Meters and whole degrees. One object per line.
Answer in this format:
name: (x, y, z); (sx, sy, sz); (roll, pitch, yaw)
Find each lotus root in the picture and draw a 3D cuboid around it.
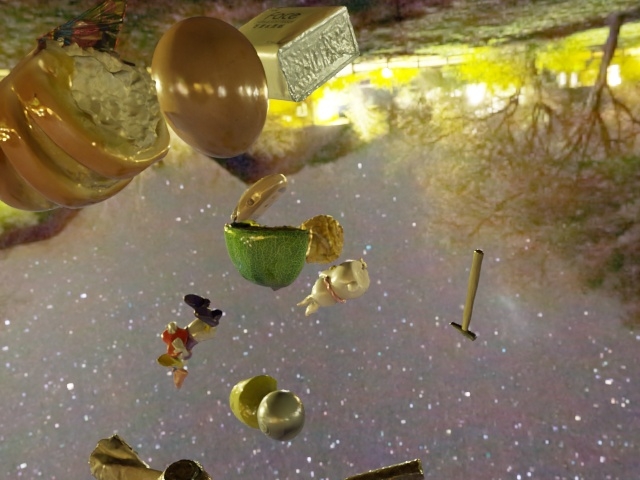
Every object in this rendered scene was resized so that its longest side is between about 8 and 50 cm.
lotus root: (-0.292, 0.616, 1.277); (0.152, 0.274, 0.160); (-7, -165, -6)

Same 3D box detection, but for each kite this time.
kite: (-0.474, -0.361, 1.151); (0.234, 0.321, 0.016); (21, -175, 10)

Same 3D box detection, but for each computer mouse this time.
computer mouse: (-0.216, -0.147, 2.035); (0.236, 0.082, 0.145); (-43, 173, 9)

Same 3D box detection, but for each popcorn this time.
popcorn: (0.000, 0.000, 2.030); (0.170, 0.180, 0.180); (-29, -157, -28)

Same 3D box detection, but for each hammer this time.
hammer: (0.288, 0.103, 1.123); (0.013, 0.198, 0.062); (-22, -142, -34)

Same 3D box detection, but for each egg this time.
egg: (-0.292, -0.405, 1.563); (0.301, 0.373, 0.301); (-13, -171, 2)

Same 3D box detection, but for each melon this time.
melon: (-0.163, 0.042, 1.492); (0.265, 0.169, 0.129); (7, -168, 40)

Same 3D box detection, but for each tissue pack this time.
tissue pack: (-0.127, -0.638, 1.967); (0.332, 0.205, 0.405); (-42, -140, -25)

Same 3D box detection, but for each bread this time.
bread: (-0.163, 0.400, 1.440); (0.111, 0.129, 0.114); (2, 167, -27)
bread: (-0.385, -0.154, 0.927); (0.270, 0.211, 0.316); (-39, -179, 13)

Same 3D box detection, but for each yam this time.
yam: (0.155, 0.668, 1.621); (0.274, 0.061, 0.061); (-14, -167, 0)

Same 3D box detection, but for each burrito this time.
burrito: (-0.558, 0.736, 1.779); (0.332, 0.190, 0.135); (19, -136, 32)

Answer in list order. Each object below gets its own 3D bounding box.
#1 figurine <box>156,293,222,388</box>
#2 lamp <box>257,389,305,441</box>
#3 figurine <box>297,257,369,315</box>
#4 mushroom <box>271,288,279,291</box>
figurine: (-0.515, 0.389, 2.263); (0.193, 0.421, 0.154); (14, -149, -50)
lamp: (-0.082, 0.371, 1.232); (0.105, 0.105, 0.105); (-5, -167, 1)
figurine: (0.039, 0.153, 1.930); (0.236, 0.127, 0.155); (-27, -146, 28)
mushroom: (-0.125, 0.070, 1.726); (0.117, 0.141, 0.188); (-14, -165, -6)
